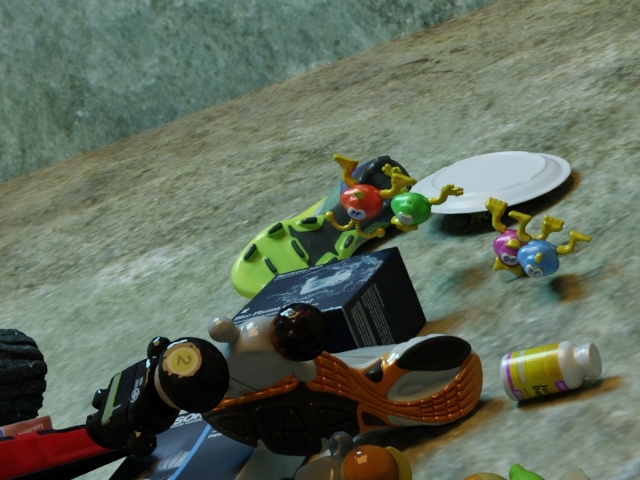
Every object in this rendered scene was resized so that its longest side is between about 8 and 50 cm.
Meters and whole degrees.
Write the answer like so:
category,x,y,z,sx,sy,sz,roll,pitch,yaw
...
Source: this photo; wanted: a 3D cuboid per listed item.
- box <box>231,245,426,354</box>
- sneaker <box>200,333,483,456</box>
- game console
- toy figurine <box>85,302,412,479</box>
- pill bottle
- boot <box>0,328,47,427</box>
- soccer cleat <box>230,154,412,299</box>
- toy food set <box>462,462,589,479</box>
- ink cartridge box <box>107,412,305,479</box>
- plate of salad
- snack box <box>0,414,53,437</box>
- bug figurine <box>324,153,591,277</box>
category,x,y,z,sx,sy,sz,roll,pitch,yaw
box,0.002,0.090,1.902,0.156,0.093,0.158,-14,16,29
sneaker,0.008,0.142,1.664,0.262,0.099,0.121,-2,-7,-22
game console,-0.387,0.253,1.665,0.387,0.060,0.342,-25,-13,34
toy figurine,-0.053,0.160,1.465,0.210,0.213,0.148,-19,-8,-45
pill bottle,0.203,0.113,1.627,0.083,0.043,0.043,-15,17,26
boot,-0.450,0.191,1.755,0.348,0.131,0.260,-29,-19,28
soccer cleat,0.001,0.001,2.274,0.289,0.093,0.121,-37,-10,-31
toy food set,0.119,0.216,1.399,0.192,0.038,0.132,-23,15,-2
ink cartridge box,-0.109,0.217,1.678,0.165,0.065,0.332,-16,15,23
plate of salad,0.205,-0.062,2.228,0.200,0.048,0.200,-11,20,4
snack box,-0.333,0.195,1.673,0.178,0.022,0.064,-12,-14,-27
bug figurine,0.144,-0.016,1.938,0.279,0.072,0.216,18,7,11
